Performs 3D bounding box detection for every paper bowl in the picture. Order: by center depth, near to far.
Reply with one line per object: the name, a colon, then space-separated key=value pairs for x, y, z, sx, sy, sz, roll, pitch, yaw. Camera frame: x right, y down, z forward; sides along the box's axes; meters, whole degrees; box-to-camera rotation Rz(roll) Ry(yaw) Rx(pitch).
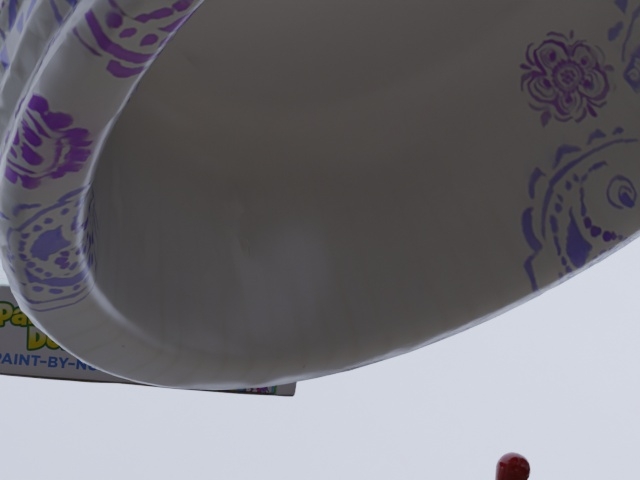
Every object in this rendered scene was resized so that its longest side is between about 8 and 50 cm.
paper bowl: x=0.020 y=-0.093 z=0.514 sx=0.284 sy=0.148 sz=0.284 roll=-23 pitch=-26 yaw=-12

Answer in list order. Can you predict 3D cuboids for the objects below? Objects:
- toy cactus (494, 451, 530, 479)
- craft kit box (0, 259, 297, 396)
toy cactus: x=0.092 y=0.232 z=1.142 sx=0.112 sy=0.180 sz=0.219 roll=18 pitch=-24 yaw=-1
craft kit box: x=-0.165 y=0.038 z=1.072 sx=0.247 sy=0.061 sz=0.250 roll=3 pitch=5 yaw=-21
